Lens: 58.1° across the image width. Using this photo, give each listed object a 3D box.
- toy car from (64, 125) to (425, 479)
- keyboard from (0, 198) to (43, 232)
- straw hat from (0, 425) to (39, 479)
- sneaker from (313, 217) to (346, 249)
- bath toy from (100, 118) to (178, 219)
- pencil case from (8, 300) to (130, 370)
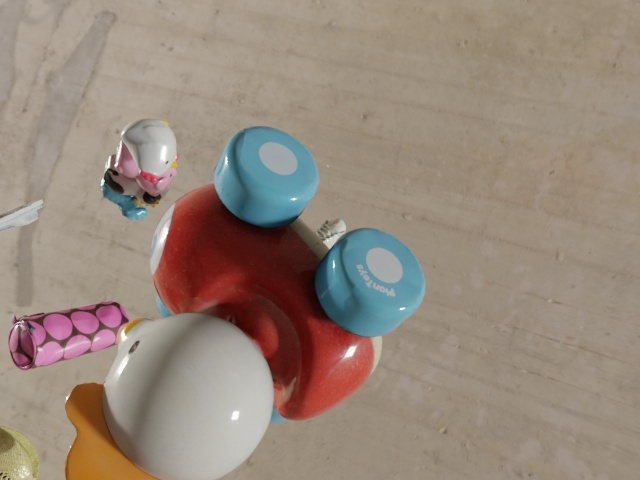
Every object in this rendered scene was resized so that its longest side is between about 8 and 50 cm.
[{"bbox_3d":[-0.087,0.076,0.416,0.210,0.238,0.219,46,-45,7],"label":"toy car"},{"bbox_3d":[-0.289,0.027,0.330,0.256,0.072,0.014,-19,-80,5],"label":"keyboard"},{"bbox_3d":[-0.295,0.208,0.528,0.061,0.144,0.144,-43,-108,-15],"label":"straw hat"},{"bbox_3d":[0.000,0.000,1.175,0.090,0.232,0.115,34,-83,12],"label":"sneaker"},{"bbox_3d":[-0.391,-0.147,1.277,0.151,0.348,0.129,-2,-103,-28],"label":"bath toy"},{"bbox_3d":[-0.460,0.167,1.071,0.095,0.209,0.098,-41,-108,28],"label":"pencil case"}]
